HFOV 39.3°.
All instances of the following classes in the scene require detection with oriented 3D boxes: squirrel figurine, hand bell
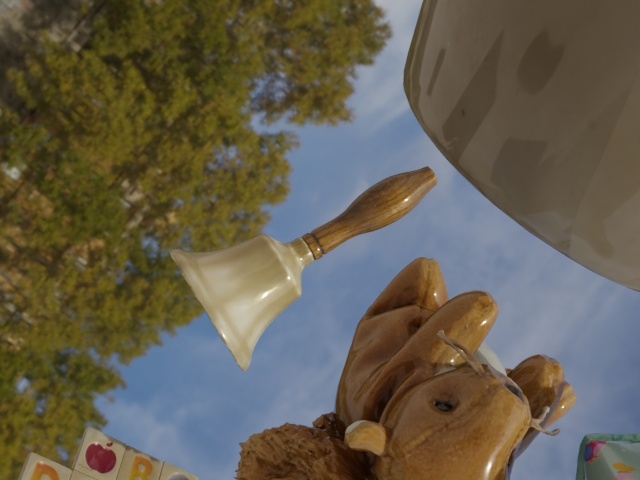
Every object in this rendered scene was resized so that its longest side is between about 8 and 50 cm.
[{"bbox_3d":[0.098,0.243,1.018,0.397,0.281,0.370,-39,-175,10],"label":"squirrel figurine"},{"bbox_3d":[0.000,0.000,0.805,0.242,0.126,0.126,-32,-155,-7],"label":"hand bell"}]

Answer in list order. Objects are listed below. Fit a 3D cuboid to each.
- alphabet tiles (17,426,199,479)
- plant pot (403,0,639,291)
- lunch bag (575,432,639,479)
[{"bbox_3d":[-0.251,0.404,1.041,0.011,0.285,0.343,-31,-144,41],"label":"alphabet tiles"},{"bbox_3d":[0.184,-0.135,0.381,0.280,0.323,0.323,-56,-160,30],"label":"plant pot"},{"bbox_3d":[0.346,0.353,0.892,0.223,0.160,0.262,-105,-166,-66],"label":"lunch bag"}]
